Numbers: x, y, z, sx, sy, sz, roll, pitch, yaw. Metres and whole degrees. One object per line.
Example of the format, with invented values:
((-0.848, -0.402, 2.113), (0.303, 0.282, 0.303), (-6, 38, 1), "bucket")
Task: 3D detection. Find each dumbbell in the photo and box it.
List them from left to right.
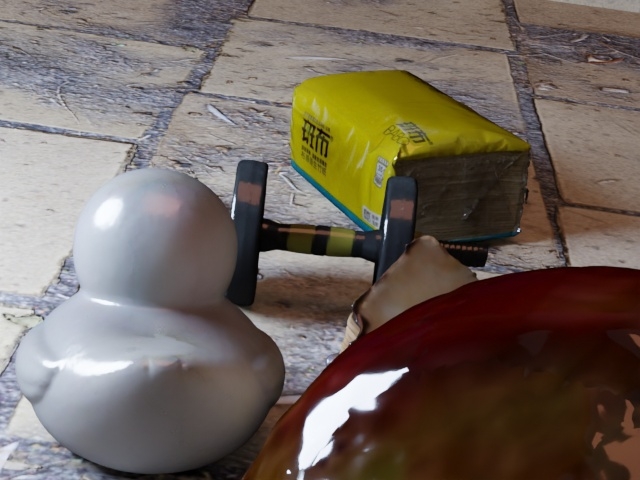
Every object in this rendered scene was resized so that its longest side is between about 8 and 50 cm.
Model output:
((0.000, 0.000, 1.390), (0.325, 0.143, 0.143), (6, 22, -1), "dumbbell")

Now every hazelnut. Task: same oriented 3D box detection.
((0.140, 0.210, 0.624), (0.421, 0.353, 0.421), (43, 14, -14), "hazelnut")

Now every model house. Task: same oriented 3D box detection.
((0.062, 0.131, 1.049), (0.166, 0.172, 0.183), (43, 67, 6), "model house")

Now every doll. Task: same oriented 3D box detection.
((-0.129, 0.055, 1.126), (0.221, 0.221, 0.251), (4, 22, -8), "doll")

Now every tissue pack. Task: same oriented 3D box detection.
((0.099, -0.103, 1.685), (0.192, 0.134, 0.271), (-5, 25, -27), "tissue pack")

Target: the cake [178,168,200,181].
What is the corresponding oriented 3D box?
((-0.144, -0.036, 1.552), (0.055, 0.051, 0.140), (-1, 22, -21), "cake")
